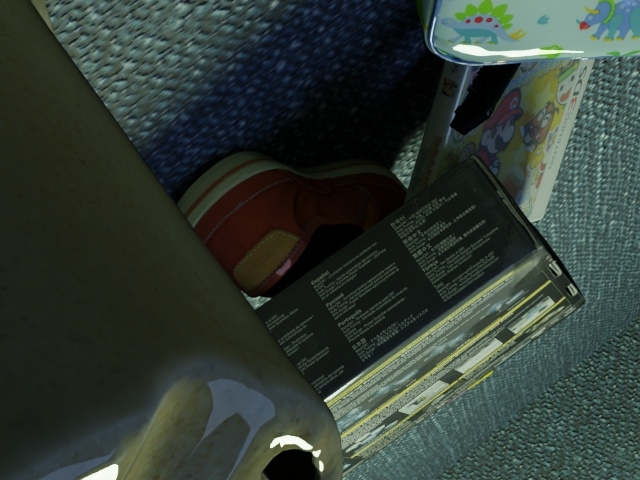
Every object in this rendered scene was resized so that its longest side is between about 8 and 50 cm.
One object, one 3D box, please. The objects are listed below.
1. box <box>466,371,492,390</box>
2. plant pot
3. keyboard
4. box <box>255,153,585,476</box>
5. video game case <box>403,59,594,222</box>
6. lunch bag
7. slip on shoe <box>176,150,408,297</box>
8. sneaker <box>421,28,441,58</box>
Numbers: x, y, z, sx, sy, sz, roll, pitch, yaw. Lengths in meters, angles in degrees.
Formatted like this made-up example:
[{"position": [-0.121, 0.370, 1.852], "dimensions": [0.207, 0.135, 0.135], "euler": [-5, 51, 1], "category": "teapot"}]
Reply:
[{"position": [0.082, 0.122, 1.659], "dimensions": [0.243, 0.117, 0.213], "euler": [-32, 161, -22], "category": "box"}, {"position": [-0.169, 0.043, 0.547], "dimensions": [0.333, 0.305, 0.334], "euler": [-32, 147, -24], "category": "plant pot"}, {"position": [0.138, -0.162, 1.127], "dimensions": [0.192, 0.038, 0.100], "euler": [-58, -174, -17], "category": "keyboard"}, {"position": [0.015, 0.111, 1.225], "dimensions": [0.395, 0.097, 0.318], "euler": [-36, 165, 8], "category": "box"}, {"position": [0.155, -0.097, 1.291], "dimensions": [0.227, 0.026, 0.206], "euler": [-14, 126, -52], "category": "video game case"}, {"position": [0.171, -0.198, 0.968], "dimensions": [0.218, 0.090, 0.176], "euler": [-4, 145, -10], "category": "lunch bag"}, {"position": [0.000, 0.000, 1.230], "dimensions": [0.123, 0.101, 0.331], "euler": [-46, 162, 16], "category": "slip on shoe"}, {"position": [0.140, -0.212, 1.077], "dimensions": [0.209, 0.069, 0.082], "euler": [-37, 129, 25], "category": "sneaker"}]
